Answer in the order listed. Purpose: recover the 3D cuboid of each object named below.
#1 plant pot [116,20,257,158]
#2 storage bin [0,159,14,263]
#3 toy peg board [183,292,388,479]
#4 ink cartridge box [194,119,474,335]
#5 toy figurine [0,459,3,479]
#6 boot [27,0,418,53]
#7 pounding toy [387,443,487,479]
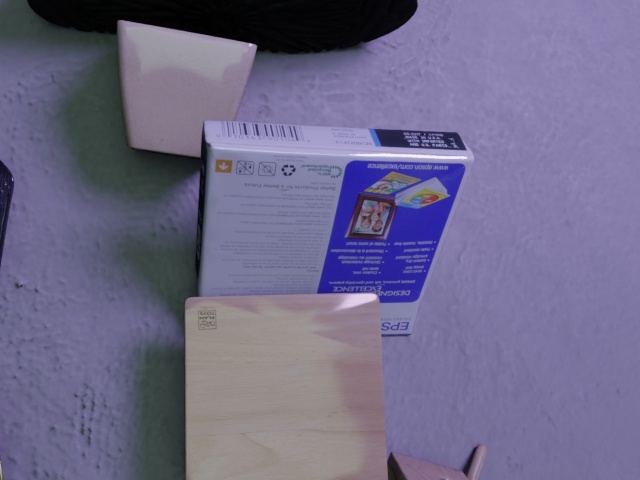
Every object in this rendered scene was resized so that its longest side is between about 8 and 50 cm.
[{"bbox_3d":[-0.119,-0.119,0.616,0.109,0.109,0.096,7,95,-12],"label":"plant pot"},{"bbox_3d":[-0.345,-0.024,0.559,0.180,0.084,0.122,7,81,-11],"label":"storage bin"},{"bbox_3d":[-0.035,0.129,0.613,0.161,0.079,0.161,0,81,-13],"label":"toy peg board"},{"bbox_3d":[0.000,0.000,0.609,0.206,0.208,0.045,1,40,-13],"label":"ink cartridge box"},{"bbox_3d":[-0.316,0.294,0.474,0.217,0.191,0.363,-17,77,1],"label":"toy figurine"},{"bbox_3d":[-0.083,-0.316,0.630,0.348,0.131,0.260,2,83,-12],"label":"boot"},{"bbox_3d":[0.099,0.247,0.612,0.100,0.141,0.130,18,94,-10],"label":"pounding toy"}]
